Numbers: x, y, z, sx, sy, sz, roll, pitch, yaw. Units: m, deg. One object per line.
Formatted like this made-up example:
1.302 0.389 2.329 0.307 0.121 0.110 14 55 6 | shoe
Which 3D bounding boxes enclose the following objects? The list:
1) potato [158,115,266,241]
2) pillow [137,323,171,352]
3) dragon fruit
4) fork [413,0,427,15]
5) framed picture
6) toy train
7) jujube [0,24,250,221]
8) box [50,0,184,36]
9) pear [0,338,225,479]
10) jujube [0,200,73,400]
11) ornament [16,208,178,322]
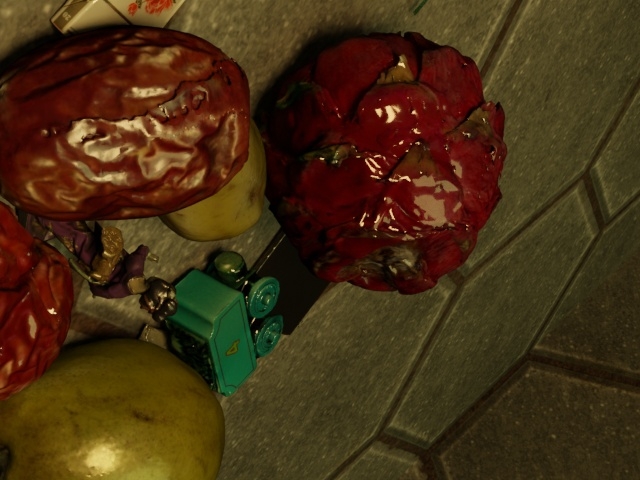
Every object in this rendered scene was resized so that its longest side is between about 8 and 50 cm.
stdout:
-0.128 -0.083 1.205 0.154 0.137 0.200 -43 153 -20 | potato
-0.217 0.195 1.544 0.148 0.050 0.230 -61 155 3 | pillow
0.072 -0.095 1.329 0.329 0.329 0.329 -39 153 -25 | dragon fruit
0.194 -0.397 1.468 0.235 0.021 0.039 -48 151 -3 | fork
0.000 0.000 1.687 0.338 0.014 0.255 -53 156 6 | framed picture
-0.130 0.114 1.478 0.154 0.107 0.197 -43 146 -34 | toy train
-0.182 -0.108 1.009 0.243 0.183 0.183 -8 138 -20 | jujube
-0.161 -0.255 1.044 0.198 0.029 0.109 -51 156 -1 | box
-0.260 0.244 1.310 0.307 0.253 0.252 5 120 -49 | pear
-0.328 0.047 0.955 0.213 0.213 0.232 -48 156 -7 | jujube
-0.215 0.016 1.131 0.081 0.203 0.088 -40 152 -41 | ornament
